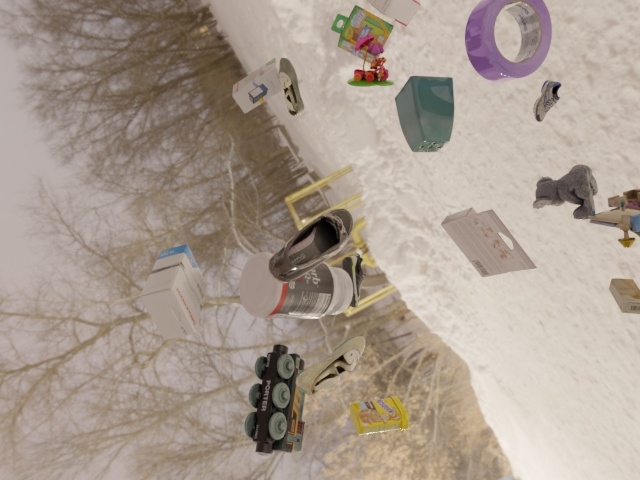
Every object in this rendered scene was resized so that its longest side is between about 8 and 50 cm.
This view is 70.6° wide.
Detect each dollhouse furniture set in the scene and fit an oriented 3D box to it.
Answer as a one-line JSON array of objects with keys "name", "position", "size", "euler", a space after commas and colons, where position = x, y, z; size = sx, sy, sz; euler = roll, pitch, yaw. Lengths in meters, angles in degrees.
[{"name": "dollhouse furniture set", "position": [1.004, -0.029, 1.445], "size": [0.286, 0.303, 0.198], "euler": [-142, 37, -78]}]

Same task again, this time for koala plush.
[{"name": "koala plush", "position": [0.993, -0.205, 1.859], "size": [0.221, 0.196, 0.203], "euler": [-5, 137, 43]}]

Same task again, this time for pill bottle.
[{"name": "pill bottle", "position": [-0.073, 0.160, 1.534], "size": [0.362, 0.210, 0.210], "euler": [11, -139, -44]}]

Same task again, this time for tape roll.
[{"name": "tape roll", "position": [0.604, -0.658, 1.451], "size": [0.275, 0.274, 0.090], "euler": [62, 167, -17]}]

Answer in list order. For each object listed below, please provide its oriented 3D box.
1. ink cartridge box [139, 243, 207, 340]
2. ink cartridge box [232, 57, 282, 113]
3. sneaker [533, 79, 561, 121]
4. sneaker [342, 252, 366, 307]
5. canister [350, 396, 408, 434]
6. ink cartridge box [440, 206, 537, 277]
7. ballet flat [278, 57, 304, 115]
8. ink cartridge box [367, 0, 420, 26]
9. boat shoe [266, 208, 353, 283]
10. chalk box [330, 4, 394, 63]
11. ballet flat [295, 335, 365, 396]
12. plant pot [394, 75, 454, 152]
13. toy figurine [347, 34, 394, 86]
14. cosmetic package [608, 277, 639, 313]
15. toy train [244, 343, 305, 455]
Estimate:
[{"name": "ink cartridge box", "position": [-0.344, 0.121, 1.084], "size": [0.191, 0.082, 0.140], "euler": [-95, -10, -60]}, {"name": "ink cartridge box", "position": [-0.247, -0.632, 1.841], "size": [0.093, 0.212, 0.154], "euler": [55, -166, -34]}, {"name": "sneaker", "position": [0.728, -0.447, 1.444], "size": [0.052, 0.135, 0.058], "euler": [11, -171, -34]}, {"name": "sneaker", "position": [0.159, 0.173, 1.942], "size": [0.084, 0.097, 0.235], "euler": [-168, 71, -65]}, {"name": "canister", "position": [0.196, 0.595, 1.535], "size": [0.126, 0.169, 0.074], "euler": [-129, 37, -70]}, {"name": "ink cartridge box", "position": [0.649, 0.002, 1.734], "size": [0.296, 0.066, 0.261], "euler": [49, 150, -12]}, {"name": "ballet flat", "position": [-0.115, -0.561, 1.668], "size": [0.072, 0.068, 0.213], "euler": [17, 142, 36]}, {"name": "ink cartridge box", "position": [0.242, -0.949, 1.735], "size": [0.171, 0.100, 0.237], "euler": [-6, -129, -48]}, {"name": "boat shoe", "position": [0.000, 0.000, 1.192], "size": [0.112, 0.335, 0.095], "euler": [51, 141, 1]}, {"name": "chalk box", "position": [0.147, -0.786, 1.714], "size": [0.213, 0.133, 0.132], "euler": [25, -173, -6]}, {"name": "ballet flat", "position": [0.032, 0.241, 0.853], "size": [0.052, 0.168, 0.057], "euler": [28, 138, 48]}, {"name": "plant pot", "position": [0.391, -0.451, 1.659], "size": [0.165, 0.165, 0.235], "euler": [136, 130, -73]}, {"name": "toy figurine", "position": [0.179, -0.637, 1.593], "size": [0.130, 0.173, 0.159], "euler": [-49, -35, -48]}, {"name": "cosmetic package", "position": [0.872, 0.156, 1.282], "size": [0.115, 0.060, 0.041], "euler": [-70, -22, -58]}, {"name": "toy train", "position": [-0.125, 0.505, 1.427], "size": [0.190, 0.142, 0.334], "euler": [42, -135, -43]}]
